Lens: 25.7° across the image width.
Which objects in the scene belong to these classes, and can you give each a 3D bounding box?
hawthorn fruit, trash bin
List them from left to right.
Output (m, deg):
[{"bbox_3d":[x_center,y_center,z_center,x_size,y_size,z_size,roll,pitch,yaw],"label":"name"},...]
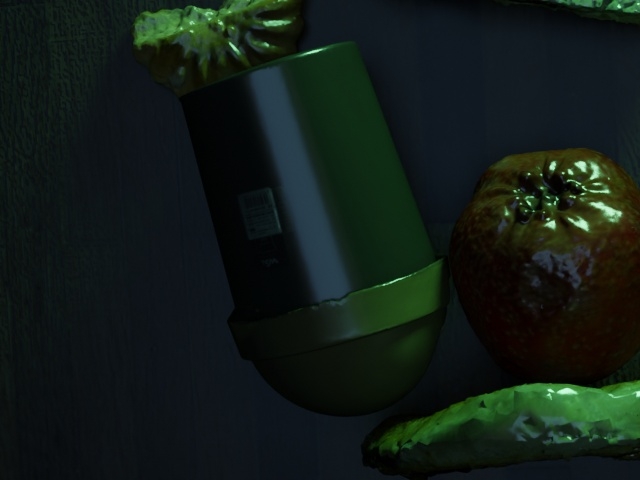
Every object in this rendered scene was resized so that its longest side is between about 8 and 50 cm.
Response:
[{"bbox_3d":[0.000,0.000,1.303,0.214,0.214,0.334,-19,91,7],"label":"trash bin"},{"bbox_3d":[0.221,0.041,1.297,0.205,0.253,0.205,-8,46,8],"label":"hawthorn fruit"}]

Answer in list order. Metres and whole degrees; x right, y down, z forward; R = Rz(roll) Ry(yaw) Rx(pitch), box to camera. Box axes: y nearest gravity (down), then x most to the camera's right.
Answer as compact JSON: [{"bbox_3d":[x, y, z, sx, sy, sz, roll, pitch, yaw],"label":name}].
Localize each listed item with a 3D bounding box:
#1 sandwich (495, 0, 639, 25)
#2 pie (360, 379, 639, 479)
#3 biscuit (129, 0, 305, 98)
[{"bbox_3d":[0.179,-0.280,1.333,0.254,0.099,0.288,-35,88,0],"label":"sandwich"},{"bbox_3d":[0.219,0.168,1.255,0.371,0.296,0.078,-7,78,3],"label":"pie"},{"bbox_3d":[-0.096,-0.195,1.388,0.183,0.061,0.118,-16,91,6],"label":"biscuit"}]
